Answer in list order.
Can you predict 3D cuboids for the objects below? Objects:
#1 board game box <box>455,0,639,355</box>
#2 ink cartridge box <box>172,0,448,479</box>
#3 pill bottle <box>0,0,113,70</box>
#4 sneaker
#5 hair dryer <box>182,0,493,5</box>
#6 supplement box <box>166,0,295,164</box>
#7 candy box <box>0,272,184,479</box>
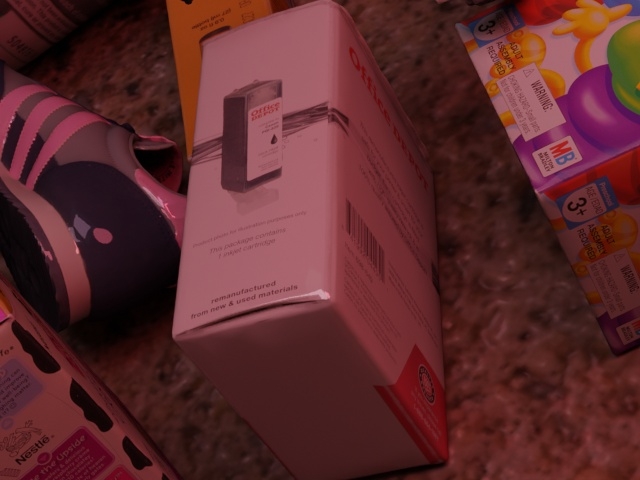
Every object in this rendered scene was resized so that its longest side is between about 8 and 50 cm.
[{"bbox_3d":[0.234,-0.085,0.727,0.275,0.144,0.142,-26,45,9],"label":"board game box"},{"bbox_3d":[0.000,0.000,0.778,0.092,0.158,0.218,-14,47,20],"label":"ink cartridge box"},{"bbox_3d":[-0.161,-0.310,1.097,0.361,0.204,0.204,-35,44,4],"label":"pill bottle"},{"bbox_3d":[-0.169,-0.047,0.980,0.131,0.112,0.319,-17,38,-18],"label":"sneaker"},{"bbox_3d":[0.067,-0.212,0.831,0.224,0.080,0.293,8,29,31],"label":"hair dryer"},{"bbox_3d":[-0.053,-0.123,0.977,0.078,0.080,0.233,-24,43,11],"label":"supplement box"},{"bbox_3d":[-0.152,0.086,0.737,0.071,0.233,0.159,-41,45,-7],"label":"candy box"}]
